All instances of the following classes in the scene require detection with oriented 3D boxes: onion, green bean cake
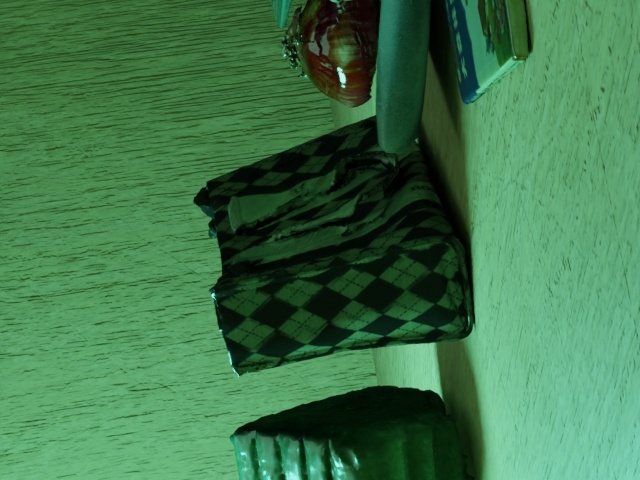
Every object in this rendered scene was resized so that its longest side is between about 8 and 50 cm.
[{"bbox_3d":[0.017,-0.329,2.230,0.230,0.163,0.230,-1,-90,-86],"label":"onion"},{"bbox_3d":[0.077,0.302,1.847,0.307,0.300,0.169,-7,91,50],"label":"green bean cake"}]

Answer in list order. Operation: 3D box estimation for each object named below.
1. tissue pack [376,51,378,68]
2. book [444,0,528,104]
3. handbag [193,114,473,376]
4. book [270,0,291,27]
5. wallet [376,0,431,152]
[{"bbox_3d":[0.101,-0.230,1.975,0.063,0.035,0.083,92,171,-80],"label":"tissue pack"},{"bbox_3d":[0.133,-0.247,1.199,0.322,0.018,0.228,138,125,-87],"label":"book"},{"bbox_3d":[0.000,0.000,1.719,0.416,0.316,0.180,-101,-3,-64],"label":"handbag"},{"bbox_3d":[-0.066,-0.379,1.621,0.282,0.025,0.215,168,87,-85],"label":"book"},{"bbox_3d":[0.095,-0.276,1.518,0.290,0.054,0.251,-83,-5,-49],"label":"wallet"}]
